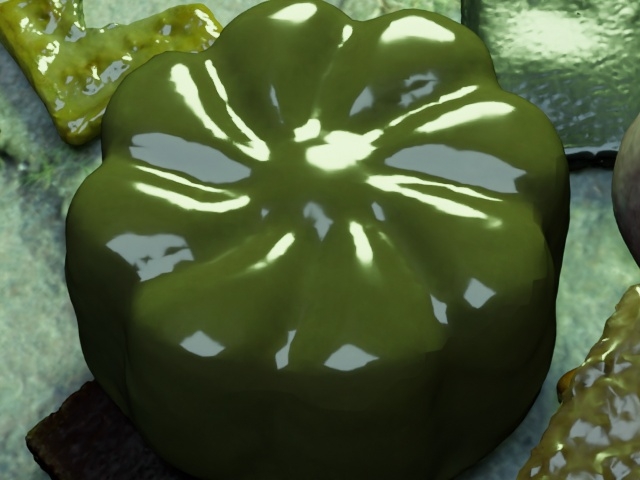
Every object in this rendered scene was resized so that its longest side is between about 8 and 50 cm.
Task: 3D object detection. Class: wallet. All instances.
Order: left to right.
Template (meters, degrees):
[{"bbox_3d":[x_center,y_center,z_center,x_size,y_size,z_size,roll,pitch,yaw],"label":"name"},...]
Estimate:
[{"bbox_3d":[0.203,-0.201,1.361,0.170,0.044,0.321,-4,64,10],"label":"wallet"}]

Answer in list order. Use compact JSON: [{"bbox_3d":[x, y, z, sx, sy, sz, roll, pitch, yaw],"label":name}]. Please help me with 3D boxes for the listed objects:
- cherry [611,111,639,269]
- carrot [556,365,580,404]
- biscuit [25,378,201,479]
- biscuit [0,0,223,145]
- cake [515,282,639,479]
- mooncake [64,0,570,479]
[{"bbox_3d":[0.331,-0.032,1.144,0.236,0.213,0.285,41,45,19],"label":"cherry"},{"bbox_3d":[0.267,0.088,1.195,0.190,0.037,0.037,-20,60,-2],"label":"carrot"},{"bbox_3d":[-0.065,0.239,1.154,0.107,0.073,0.388,-41,62,-14],"label":"biscuit"},{"bbox_3d":[-0.194,-0.184,1.428,0.174,0.039,0.183,-36,62,-8],"label":"biscuit"},{"bbox_3d":[0.247,0.216,0.989,0.256,0.290,0.282,26,66,21],"label":"cake"},{"bbox_3d":[0.000,0.000,1.162,0.378,0.200,0.378,0,52,0],"label":"mooncake"}]
